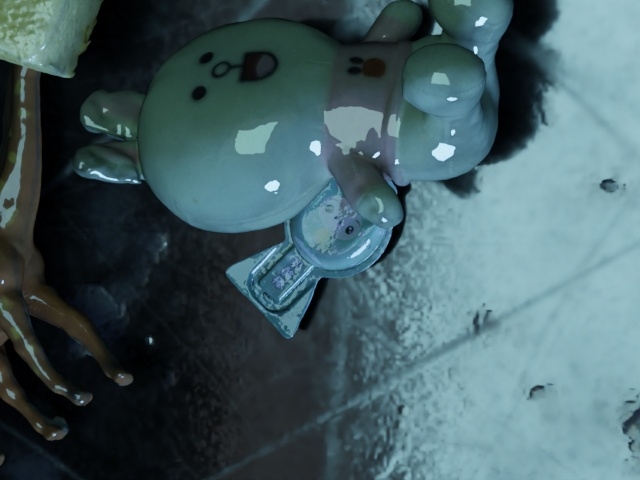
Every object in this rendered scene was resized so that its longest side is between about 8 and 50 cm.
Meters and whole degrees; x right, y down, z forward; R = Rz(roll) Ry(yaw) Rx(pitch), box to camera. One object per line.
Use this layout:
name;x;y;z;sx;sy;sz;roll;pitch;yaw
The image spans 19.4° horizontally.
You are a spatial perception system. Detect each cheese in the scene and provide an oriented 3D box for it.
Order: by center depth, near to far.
cheese;0.000;0.000;1.151;0.067;0.026;0.121;46;108;8

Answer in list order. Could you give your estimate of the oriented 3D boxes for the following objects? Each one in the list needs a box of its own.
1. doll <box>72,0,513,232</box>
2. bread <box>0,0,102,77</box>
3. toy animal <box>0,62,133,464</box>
doll;-0.008;-0.069;1.098;0.275;0.113;0.155;-13;53;23
bread;-0.179;-0.204;1.151;0.125;0.068;0.188;21;89;13
toy animal;-0.194;0.001;1.198;0.224;0.066;0.230;-38;76;20
